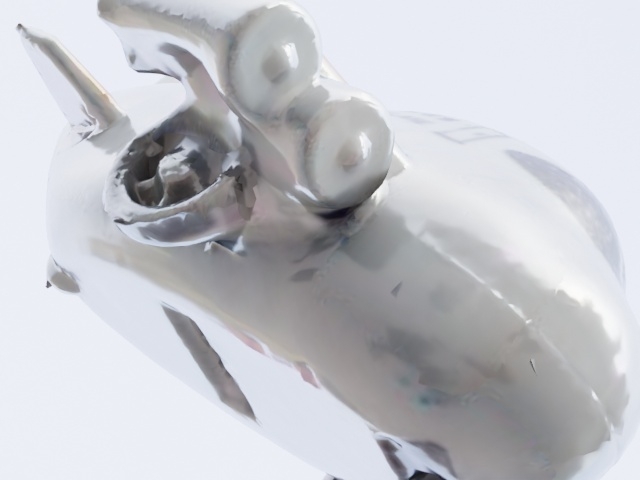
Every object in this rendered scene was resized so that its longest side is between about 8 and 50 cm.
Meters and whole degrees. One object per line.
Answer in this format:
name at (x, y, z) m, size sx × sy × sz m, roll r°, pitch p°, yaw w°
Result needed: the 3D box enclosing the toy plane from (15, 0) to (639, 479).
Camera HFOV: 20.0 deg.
toy plane at (0.000, 0.000, 0.521) m, size 0.245 × 0.117 × 0.244 m, roll 41°, pitch -20°, yaw 18°
